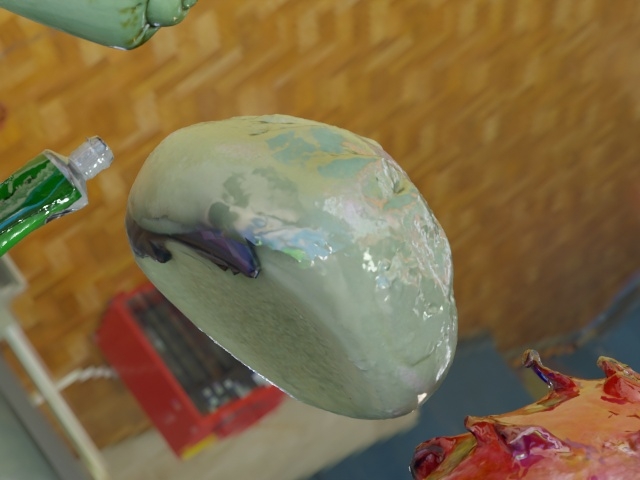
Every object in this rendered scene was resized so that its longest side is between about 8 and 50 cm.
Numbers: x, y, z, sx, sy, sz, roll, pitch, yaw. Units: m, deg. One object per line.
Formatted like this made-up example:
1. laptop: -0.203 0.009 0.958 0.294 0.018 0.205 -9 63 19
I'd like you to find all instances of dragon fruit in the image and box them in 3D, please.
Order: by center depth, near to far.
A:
1. dragon fruit: 0.255 0.229 1.311 0.249 0.371 0.386 -52 -169 -8

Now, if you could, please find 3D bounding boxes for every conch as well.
1. conch: -0.139 -0.148 0.954 0.170 0.079 0.106 3 149 3

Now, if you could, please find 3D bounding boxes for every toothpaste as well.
1. toothpaste: -0.241 0.011 1.223 0.248 0.047 0.078 -38 175 -10

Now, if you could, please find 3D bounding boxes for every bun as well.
1. bun: 0.000 0.000 1.430 0.187 0.293 0.293 -52 166 -17
